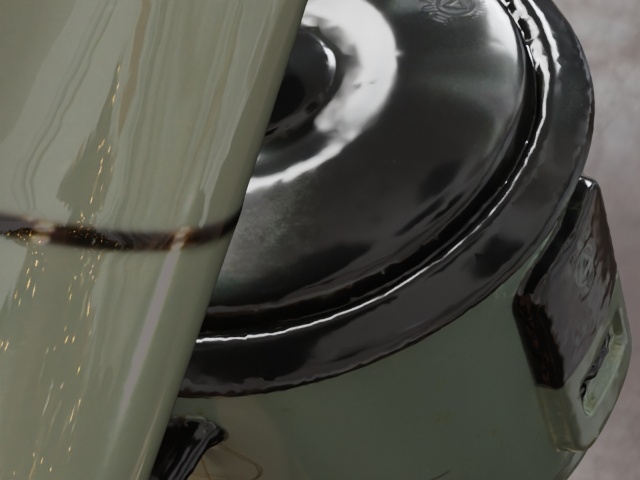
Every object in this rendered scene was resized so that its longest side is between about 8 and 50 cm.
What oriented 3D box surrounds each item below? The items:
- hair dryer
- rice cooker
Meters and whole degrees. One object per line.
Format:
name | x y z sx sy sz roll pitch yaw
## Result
hair dryer | -0.157 -0.080 0.460 0.362 0.128 0.203 34 114 37
rice cooker | 0.000 0.000 0.651 0.241 0.227 0.280 16 57 31
